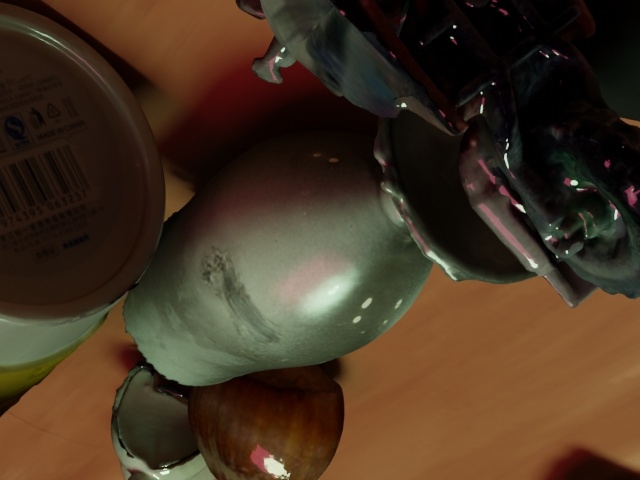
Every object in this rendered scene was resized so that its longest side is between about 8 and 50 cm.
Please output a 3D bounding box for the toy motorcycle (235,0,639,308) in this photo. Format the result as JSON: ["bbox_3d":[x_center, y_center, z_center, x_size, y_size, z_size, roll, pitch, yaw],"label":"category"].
[{"bbox_3d":[0.035,-0.063,0.569,0.213,0.082,0.122,52,166,2],"label":"toy motorcycle"}]

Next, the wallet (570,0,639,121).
[{"bbox_3d":[0.182,-0.071,0.556,0.250,0.044,0.149,12,153,15],"label":"wallet"}]

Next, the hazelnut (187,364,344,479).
[{"bbox_3d":[-0.028,0.096,0.914,0.086,0.086,0.086,16,149,10],"label":"hazelnut"}]

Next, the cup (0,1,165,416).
[{"bbox_3d":[-0.199,0.021,0.761,0.185,0.241,0.226,46,137,-13],"label":"cup"}]

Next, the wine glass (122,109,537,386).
[{"bbox_3d":[0.000,0.000,0.721,0.103,0.103,0.222,35,146,-21],"label":"wine glass"}]

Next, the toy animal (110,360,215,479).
[{"bbox_3d":[-0.086,0.129,1.013,0.071,0.085,0.124,3,154,-2],"label":"toy animal"}]
